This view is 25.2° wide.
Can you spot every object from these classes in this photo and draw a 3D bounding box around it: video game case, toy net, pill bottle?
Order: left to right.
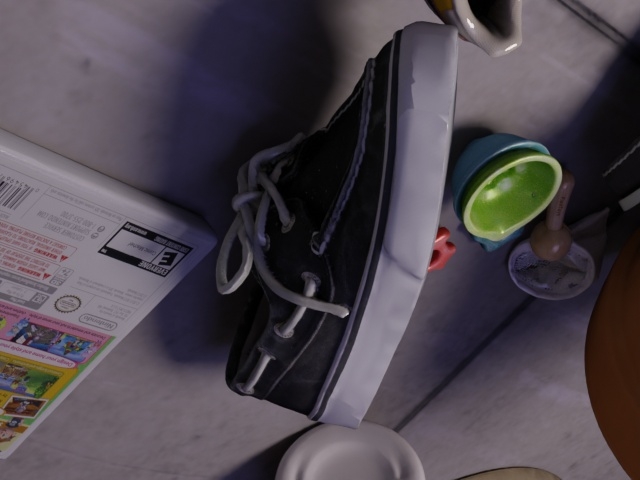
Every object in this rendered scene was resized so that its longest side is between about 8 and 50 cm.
[{"bbox_3d":[-0.185,0.030,0.740,0.193,0.023,0.212,-45,144,15],"label":"video game case"},{"bbox_3d":[0.026,0.221,1.057,0.108,0.108,0.180,-24,144,-13],"label":"pill bottle"},{"bbox_3d":[0.129,0.004,0.936,0.122,0.045,0.232,-43,144,12],"label":"toy net"}]

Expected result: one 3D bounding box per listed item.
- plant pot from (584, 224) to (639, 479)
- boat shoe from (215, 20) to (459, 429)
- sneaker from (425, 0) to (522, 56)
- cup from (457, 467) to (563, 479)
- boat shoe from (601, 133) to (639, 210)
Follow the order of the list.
[{"bbox_3d":[0.328,0.040,0.908,0.291,0.291,0.203,-22,148,-16],"label":"plant pot"},{"bbox_3d":[0.000,-0.003,0.775,0.105,0.113,0.306,11,147,-3],"label":"boat shoe"},{"bbox_3d":[0.074,-0.169,0.654,0.070,0.084,0.185,-26,144,-10],"label":"sneaker"},{"bbox_3d":[0.139,0.393,1.239,0.331,0.237,0.331,-22,143,-17],"label":"cup"},{"bbox_3d":[0.248,-0.115,0.873,0.228,0.069,0.081,-48,177,22],"label":"boat shoe"}]
